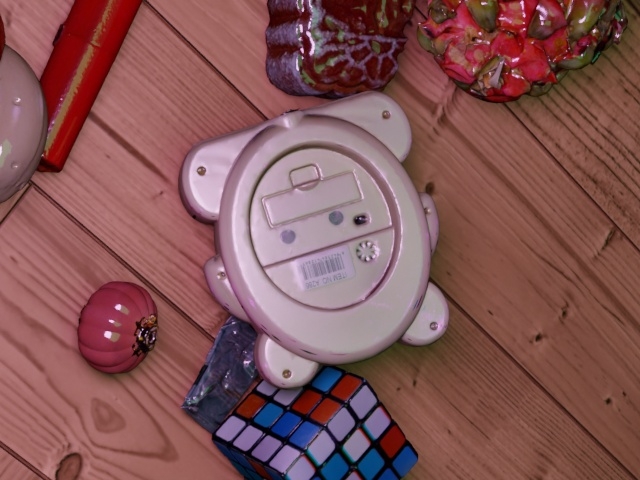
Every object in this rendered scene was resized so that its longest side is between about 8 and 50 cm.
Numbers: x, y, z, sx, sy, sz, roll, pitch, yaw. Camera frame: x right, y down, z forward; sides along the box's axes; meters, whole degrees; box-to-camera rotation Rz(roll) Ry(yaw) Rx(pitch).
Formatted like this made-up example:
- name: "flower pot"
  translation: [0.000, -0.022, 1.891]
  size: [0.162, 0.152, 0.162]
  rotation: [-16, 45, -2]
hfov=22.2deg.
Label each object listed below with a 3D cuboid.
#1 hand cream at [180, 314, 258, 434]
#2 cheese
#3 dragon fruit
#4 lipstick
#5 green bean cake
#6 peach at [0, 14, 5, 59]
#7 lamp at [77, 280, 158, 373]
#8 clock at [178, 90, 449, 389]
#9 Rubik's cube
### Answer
- name: "hand cream"
  translation: [-0.081, 0.115, 1.969]
  size: [0.075, 0.052, 0.248]
  rotation: [37, 75, -27]
- name: "cheese"
  translation: [-0.372, -0.129, 1.720]
  size: [0.091, 0.175, 0.202]
  rotation: [58, 32, -64]
- name: "dragon fruit"
  translation: [0.254, -0.310, 2.032]
  size: [0.303, 0.237, 0.231]
  rotation: [-43, 120, -20]
- name: "lipstick"
  translation: [-0.263, -0.209, 1.820]
  size: [0.073, 0.073, 0.279]
  rotation: [29, 78, -30]
- name: "green bean cake"
  translation: [0.035, -0.286, 1.980]
  size: [0.198, 0.097, 0.232]
  rotation: [4, 92, -32]
- name: "peach"
  translation: [-0.393, -0.248, 1.648]
  size: [0.189, 0.068, 0.279]
  rotation: [36, 31, -12]
- name: "lamp"
  translation: [-0.230, 0.099, 1.853]
  size: [0.107, 0.092, 0.107]
  rotation: [-42, 140, -51]
- name: "clock"
  translation: [0.000, 0.000, 1.903]
  size: [0.284, 0.114, 0.309]
  rotation: [-17, 88, -12]
- name: "Rubik's cube"
  translation: [-0.006, 0.249, 1.958]
  size: [0.155, 0.154, 0.151]
  rotation: [-46, 123, -19]
